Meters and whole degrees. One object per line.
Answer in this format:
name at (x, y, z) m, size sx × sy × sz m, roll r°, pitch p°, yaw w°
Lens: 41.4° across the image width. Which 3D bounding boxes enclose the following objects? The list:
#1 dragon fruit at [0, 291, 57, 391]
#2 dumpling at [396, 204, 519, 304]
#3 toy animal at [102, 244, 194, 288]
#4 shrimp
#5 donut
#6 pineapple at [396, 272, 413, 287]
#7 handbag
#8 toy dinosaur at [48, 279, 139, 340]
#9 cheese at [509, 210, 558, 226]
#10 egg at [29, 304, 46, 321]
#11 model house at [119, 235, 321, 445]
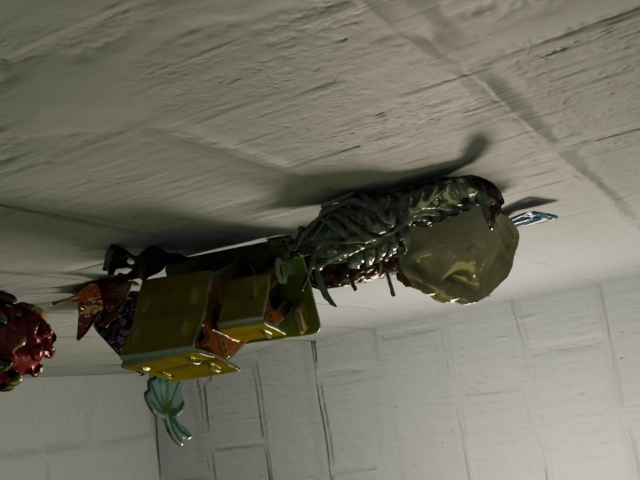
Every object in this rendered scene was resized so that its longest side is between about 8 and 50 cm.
dragon fruit at (-0.698, 0.197, 1.784) m, size 0.198 × 0.272 × 0.218 m, roll -52°, pitch -178°, yaw -26°
dumpling at (0.256, 0.023, 1.574) m, size 0.257 × 0.193 × 0.147 m, roll -8°, pitch 173°, yaw -16°
toy animal at (-0.319, 0.043, 1.566) m, size 0.105 × 0.070 × 0.202 m, roll 36°, pitch -153°, yaw 33°
shrimp at (0.102, -0.016, 1.407) m, size 0.410 × 0.166 × 0.221 m, roll -26°, pitch 130°, yaw 17°
donut at (0.066, 0.047, 1.758) m, size 0.234 × 0.089 × 0.235 m, roll -10°, pitch 178°, yaw 0°
pineapple at (0.266, 0.068, 1.988) m, size 0.111 × 0.119 × 0.237 m, roll 0°, pitch 176°, yaw 35°
handbag at (-0.437, 0.227, 2.107) m, size 0.207 × 0.229 × 0.127 m, roll -20°, pitch -154°, yaw 40°
toy dinosaur at (-0.502, 0.162, 1.899) m, size 0.327 × 0.113 × 0.206 m, roll -15°, pitch 167°, yaw 37°
cheese at (0.367, -0.023, 1.778) m, size 0.244 × 0.052 × 0.135 m, roll -19°, pitch 165°, yaw 41°
egg at (-0.681, 0.187, 1.991) m, size 0.083 × 0.071 × 0.071 m, roll -26°, pitch 164°, yaw 17°
model house at (-0.186, 0.207, 1.575) m, size 0.300 × 0.340 × 0.323 m, roll -10°, pitch -169°, yaw 20°
